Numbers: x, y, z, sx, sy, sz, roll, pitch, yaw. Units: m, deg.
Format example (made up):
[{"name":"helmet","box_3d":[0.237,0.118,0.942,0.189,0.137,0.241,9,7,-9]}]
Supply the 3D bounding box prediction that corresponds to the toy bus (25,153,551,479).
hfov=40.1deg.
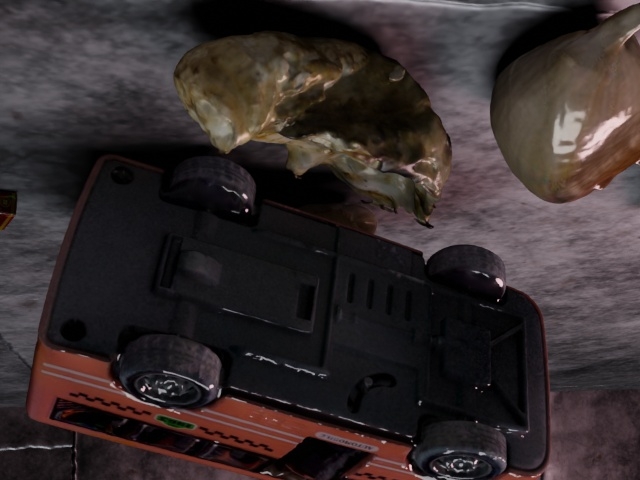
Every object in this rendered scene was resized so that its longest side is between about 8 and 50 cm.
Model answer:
[{"name":"toy bus","box_3d":[-0.025,0.103,0.766,0.427,0.203,0.233,19,143,-14]}]

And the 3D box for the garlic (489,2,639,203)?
[{"name":"garlic","box_3d":[0.177,-0.093,0.576,0.128,0.090,0.198,-21,154,8]}]

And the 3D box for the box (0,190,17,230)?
[{"name":"box","box_3d":[-0.319,-0.030,0.785,0.082,0.023,0.051,7,162,-30]}]

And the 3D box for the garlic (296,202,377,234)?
[{"name":"garlic","box_3d":[0.000,0.000,0.849,0.113,0.074,0.094,-9,148,-2]}]

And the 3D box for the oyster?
[{"name":"oyster","box_3d":[0.010,-0.074,0.614,0.166,0.094,0.294,12,177,6]}]
